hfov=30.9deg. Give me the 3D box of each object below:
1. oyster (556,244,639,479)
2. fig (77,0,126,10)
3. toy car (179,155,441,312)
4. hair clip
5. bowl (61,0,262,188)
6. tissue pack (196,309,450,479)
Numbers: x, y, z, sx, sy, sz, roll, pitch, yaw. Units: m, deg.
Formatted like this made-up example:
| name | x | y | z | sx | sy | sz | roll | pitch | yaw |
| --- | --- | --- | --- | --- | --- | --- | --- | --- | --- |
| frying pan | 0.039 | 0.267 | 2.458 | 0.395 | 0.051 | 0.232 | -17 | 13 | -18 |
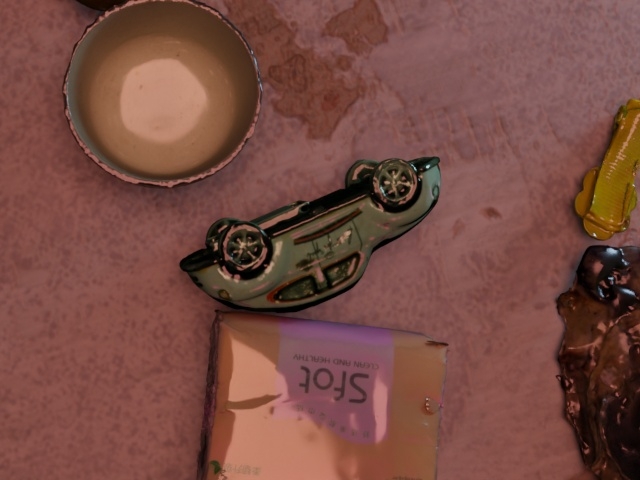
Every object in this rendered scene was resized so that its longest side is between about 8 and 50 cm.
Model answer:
| name | x | y | z | sx | sy | sz | roll | pitch | yaw |
| --- | --- | --- | --- | --- | --- | --- | --- | --- | --- |
| oyster | 0.367 | 0.183 | 1.318 | 0.221 | 0.096 | 0.361 | 11 | 80 | 1 |
| fig | -0.213 | -0.360 | 1.304 | 0.124 | 0.124 | 0.236 | 31 | 59 | -3 |
| toy car | 0.000 | 0.000 | 1.269 | 0.306 | 0.136 | 0.125 | -22 | 98 | -11 |
| hair clip | 0.347 | -0.081 | 1.363 | 0.072 | 0.046 | 0.173 | 21 | 80 | -1 |
| bowl | -0.171 | -0.152 | 1.272 | 0.211 | 0.112 | 0.211 | 1 | 83 | -6 |
| tissue pack | -0.001 | 0.194 | 1.252 | 0.257 | 0.123 | 0.215 | 8 | 81 | -14 |
